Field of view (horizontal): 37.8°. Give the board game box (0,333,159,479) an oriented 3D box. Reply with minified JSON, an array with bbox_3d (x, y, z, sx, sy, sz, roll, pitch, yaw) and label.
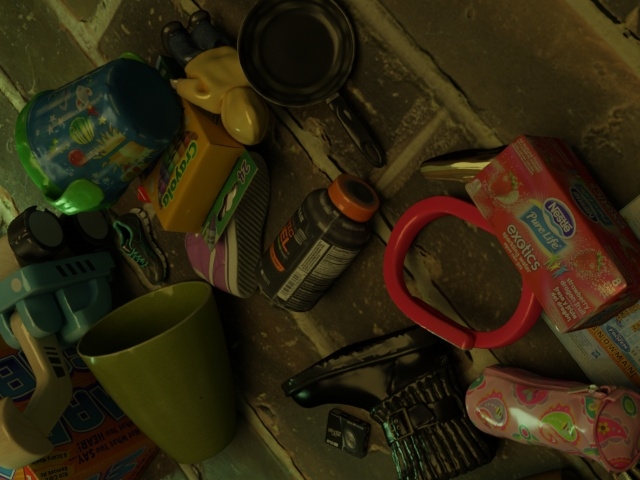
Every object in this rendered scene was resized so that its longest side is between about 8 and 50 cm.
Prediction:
[{"bbox_3d":[-0.602,0.420,1.976,0.356,0.356,0.356,47,123,18],"label":"board game box"}]

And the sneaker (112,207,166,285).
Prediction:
[{"bbox_3d":[-0.373,0.019,1.898,0.065,0.076,0.167,-29,84,37],"label":"sneaker"}]

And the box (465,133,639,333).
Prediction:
[{"bbox_3d":[0.334,-0.012,1.290,0.122,0.128,0.257,-45,63,34],"label":"box"}]

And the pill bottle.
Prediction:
[{"bbox_3d":[0.000,0.000,1.600,0.130,0.130,0.246,48,122,16],"label":"pill bottle"}]

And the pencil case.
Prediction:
[{"bbox_3d":[0.344,0.250,1.369,0.284,0.124,0.124,0,102,59],"label":"pencil case"}]

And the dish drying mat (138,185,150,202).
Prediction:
[{"bbox_3d":[-0.338,-0.089,1.891,0.083,0.008,0.032,13,107,32],"label":"dish drying mat"}]

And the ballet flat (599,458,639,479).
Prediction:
[{"bbox_3d":[0.463,0.335,1.390,0.221,0.076,0.079,52,120,19],"label":"ballet flat"}]

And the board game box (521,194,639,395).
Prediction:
[{"bbox_3d":[0.500,0.100,1.311,0.318,0.066,0.319,-44,74,34],"label":"board game box"}]

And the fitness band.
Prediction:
[{"bbox_3d":[0.221,0.049,1.455,0.290,0.054,0.209,31,101,42],"label":"fitness band"}]

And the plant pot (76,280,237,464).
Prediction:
[{"bbox_3d":[-0.278,0.271,1.802,0.274,0.275,0.294,-10,112,36],"label":"plant pot"}]

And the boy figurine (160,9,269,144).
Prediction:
[{"bbox_3d":[-0.166,-0.286,1.635,0.285,0.177,0.092,53,161,26],"label":"boy figurine"}]

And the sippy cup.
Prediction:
[{"bbox_3d":[-0.371,-0.197,1.627,0.224,0.240,0.306,-26,75,35],"label":"sippy cup"}]

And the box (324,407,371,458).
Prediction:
[{"bbox_3d":[0.049,0.354,1.714,0.083,0.018,0.067,19,111,30],"label":"box"}]

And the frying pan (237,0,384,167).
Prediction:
[{"bbox_3d":[0.015,-0.288,1.565,0.326,0.053,0.197,32,97,-2],"label":"frying pan"}]

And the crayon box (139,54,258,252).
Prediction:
[{"bbox_3d":[-0.248,-0.161,1.697,0.203,0.083,0.323,-58,47,29],"label":"crayon box"}]

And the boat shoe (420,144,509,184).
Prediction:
[{"bbox_3d":[0.245,-0.102,1.448,0.189,0.068,0.072,-2,111,35],"label":"boat shoe"}]

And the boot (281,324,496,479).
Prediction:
[{"bbox_3d":[0.105,0.303,1.594,0.347,0.131,0.260,-23,87,36],"label":"boot"}]

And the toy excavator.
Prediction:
[{"bbox_3d":[-0.538,0.176,1.830,0.222,0.433,0.445,-31,83,27],"label":"toy excavator"}]

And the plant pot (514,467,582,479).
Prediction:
[{"bbox_3d":[0.314,0.474,1.453,0.254,0.237,0.237,-42,76,18],"label":"plant pot"}]

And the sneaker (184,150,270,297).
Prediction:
[{"bbox_3d":[-0.189,-0.043,1.743,0.161,0.102,0.282,21,112,33],"label":"sneaker"}]
